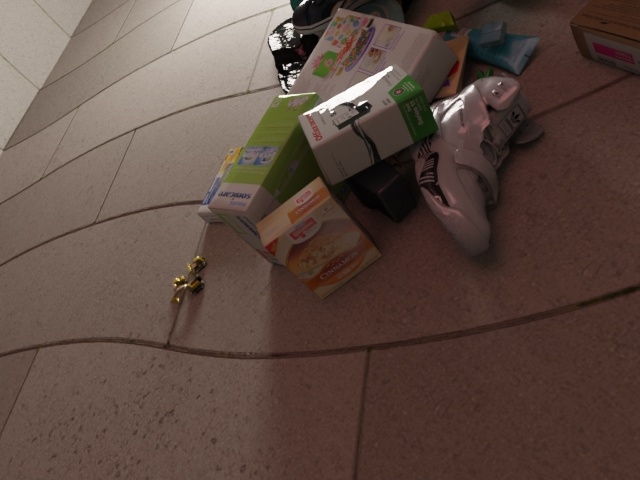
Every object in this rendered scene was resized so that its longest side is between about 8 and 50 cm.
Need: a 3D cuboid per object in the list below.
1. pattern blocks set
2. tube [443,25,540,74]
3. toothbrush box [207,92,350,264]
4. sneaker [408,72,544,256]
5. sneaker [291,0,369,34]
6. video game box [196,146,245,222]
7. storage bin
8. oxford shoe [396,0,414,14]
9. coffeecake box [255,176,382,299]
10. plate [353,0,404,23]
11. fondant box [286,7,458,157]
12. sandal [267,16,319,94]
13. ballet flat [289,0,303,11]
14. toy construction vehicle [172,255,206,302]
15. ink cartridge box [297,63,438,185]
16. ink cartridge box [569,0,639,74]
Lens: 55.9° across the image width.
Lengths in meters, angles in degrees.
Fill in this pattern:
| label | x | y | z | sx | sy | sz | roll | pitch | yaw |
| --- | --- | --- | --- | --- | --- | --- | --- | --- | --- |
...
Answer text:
| label | x | y | z | sx | sy | sz | roll | pitch | yaw |
| --- | --- | --- | --- | --- | --- | --- | --- | --- | --- |
| pattern blocks set | 0.224 | -0.348 | 1.264 | 0.325 | 0.026 | 0.285 | 14 | 80 | 46 |
| tube | 0.342 | -0.396 | 1.229 | 0.207 | 0.052 | 0.080 | 36 | 105 | 46 |
| toothbrush box | -0.057 | -0.117 | 1.200 | 0.122 | 0.206 | 0.283 | 7 | 62 | 42 |
| sneaker | 0.270 | -0.149 | 1.012 | 0.210 | 0.137 | 0.366 | -29 | 40 | 21 |
| sneaker | 0.050 | -0.617 | 1.440 | 0.321 | 0.127 | 0.126 | -21 | 53 | 23 |
| video game box | -0.182 | -0.138 | 1.442 | 0.187 | 0.048 | 0.205 | 1 | 58 | 36 |
| storage bin | 0.121 | -0.100 | 1.109 | 0.098 | 0.135 | 0.091 | -45 | 52 | -2 |
| oxford shoe | 0.245 | -0.703 | 1.517 | 0.132 | 0.130 | 0.364 | 22 | 81 | 40 |
| coffeecake box | 0.000 | 0.000 | 1.072 | 0.142 | 0.185 | 0.068 | -37 | 41 | 9 |
| plate | 0.115 | -0.505 | 1.457 | 0.188 | 0.024 | 0.188 | -4 | 83 | 37 |
| fondant box | 0.097 | -0.347 | 1.294 | 0.330 | 0.096 | 0.238 | 37 | 97 | 45 |
| sandal | -0.072 | -0.507 | 1.609 | 0.167 | 0.107 | 0.446 | -37 | 40 | 8 |
| ballet flat | 0.103 | -0.756 | 1.528 | 0.182 | 0.164 | 0.483 | -39 | -4 | -45 |
| toy construction vehicle | -0.299 | 0.086 | 1.358 | 0.098 | 0.035 | 0.086 | -38 | 41 | 7 |
| ink cartridge box | 0.076 | -0.204 | 1.053 | 0.208 | 0.087 | 0.153 | -28 | 35 | 5 |
| ink cartridge box | 0.571 | -0.368 | 0.989 | 0.193 | 0.088 | 0.235 | -44 | 41 | 3 |
